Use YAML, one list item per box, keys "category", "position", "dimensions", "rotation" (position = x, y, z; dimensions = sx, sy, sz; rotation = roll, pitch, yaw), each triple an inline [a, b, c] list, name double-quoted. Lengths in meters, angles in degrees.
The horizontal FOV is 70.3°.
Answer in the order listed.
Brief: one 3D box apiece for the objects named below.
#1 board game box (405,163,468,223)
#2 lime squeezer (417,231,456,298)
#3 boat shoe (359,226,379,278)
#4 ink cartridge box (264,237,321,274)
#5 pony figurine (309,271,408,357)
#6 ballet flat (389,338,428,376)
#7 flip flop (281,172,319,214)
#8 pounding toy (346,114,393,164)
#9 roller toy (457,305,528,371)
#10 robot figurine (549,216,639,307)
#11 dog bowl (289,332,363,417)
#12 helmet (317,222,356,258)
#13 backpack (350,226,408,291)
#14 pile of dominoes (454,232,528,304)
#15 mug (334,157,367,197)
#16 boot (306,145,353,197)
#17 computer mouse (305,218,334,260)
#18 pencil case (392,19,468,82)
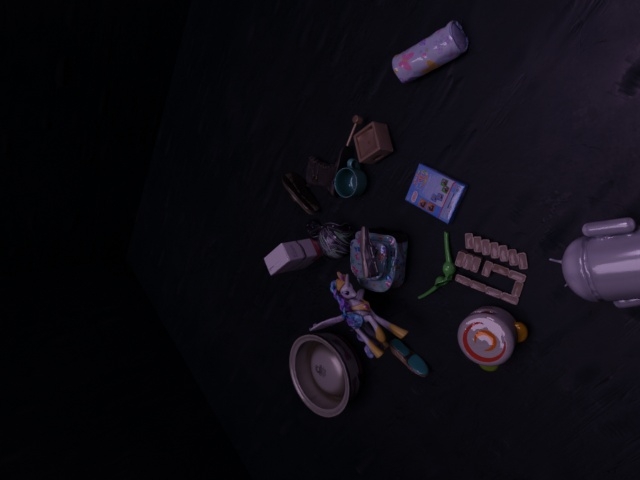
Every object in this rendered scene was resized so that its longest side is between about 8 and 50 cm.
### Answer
- category: "board game box"
  position: [0.442, -0.183, 1.749]
  dimensions: [0.212, 0.039, 0.160]
  rotation: [36, 120, 34]
- category: "lime squeezer"
  position: [0.464, 0.128, 1.770]
  dimensions: [0.110, 0.059, 0.310]
  rotation: [34, 120, 35]
- category: "boat shoe"
  position: [0.194, 0.046, 1.788]
  dimensions: [0.075, 0.065, 0.205]
  rotation: [126, 140, -81]
- category: "ink cartridge box"
  position: [-0.129, 0.076, 2.216]
  dimensions: [0.172, 0.237, 0.100]
  rotation: [-39, 70, 41]
- category: "pony figurine"
  position: [0.153, 0.322, 1.918]
  dimensions: [0.363, 0.303, 0.351]
  rotation: [47, 149, 11]
- category: "ballet flat"
  position: [0.375, 0.503, 1.927]
  dimensions: [0.206, 0.073, 0.067]
  rotation: [46, 153, 33]
- category: "flip flop"
  position: [-0.105, -0.226, 2.249]
  dimensions: [0.277, 0.112, 0.080]
  rotation: [53, 144, 18]
- category: "pounding toy"
  position: [0.199, -0.431, 1.917]
  dimensions: [0.181, 0.094, 0.205]
  rotation: [-28, 68, 49]
- category: "roller toy"
  position: [0.599, 0.332, 1.608]
  dimensions: [0.191, 0.146, 0.209]
  rotation: [43, 119, 20]
- category: "robot figurine"
  position: [0.850, 0.068, 1.276]
  dimensions: [0.354, 0.200, 0.299]
  rotation: [-15, 110, 44]
- category: "dog bowl"
  position: [0.036, 0.634, 2.214]
  dimensions: [0.408, 0.151, 0.407]
  rotation: [10, 105, 43]
- category: "helmet"
  position: [0.070, 0.001, 2.061]
  dimensions: [0.170, 0.162, 0.169]
  rotation: [9, 103, 43]
- category: "backpack"
  position: [0.242, 0.089, 1.900]
  dimensions: [0.225, 0.191, 0.253]
  rotation: [11, 110, 42]
- category: "pile of dominoes"
  position: [0.618, 0.095, 1.642]
  dimensions: [0.251, 0.040, 0.195]
  rotation: [23, 112, 31]
- category: "mug"
  position: [0.147, -0.264, 1.985]
  dimensions: [0.129, 0.098, 0.157]
  rotation: [54, 129, 25]
- category: "boot"
  position: [0.024, -0.340, 2.101]
  dimensions: [0.229, 0.091, 0.262]
  rotation: [35, 119, 37]
- category: "computer mouse"
  position: [0.000, 0.000, 2.215]
  dimensions: [0.241, 0.071, 0.041]
  rotation: [60, 173, 14]
- category: "pencil case"
  position: [0.394, -0.685, 1.659]
  dimensions: [0.273, 0.114, 0.123]
  rotation: [-18, 75, 45]
